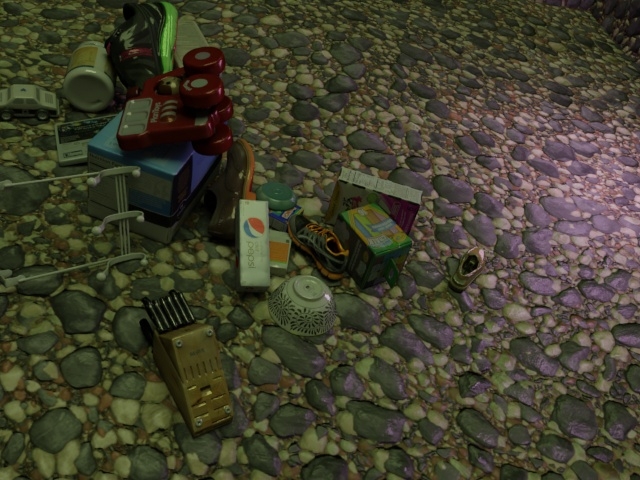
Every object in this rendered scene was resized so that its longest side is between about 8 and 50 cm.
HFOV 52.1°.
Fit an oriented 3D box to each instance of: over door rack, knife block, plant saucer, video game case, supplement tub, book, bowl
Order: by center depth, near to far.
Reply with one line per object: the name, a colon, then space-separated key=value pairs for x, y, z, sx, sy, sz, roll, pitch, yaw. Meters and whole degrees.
knife block: x=-0.291 y=0.242 z=1.357 sx=0.088 sy=0.242 sz=0.276 roll=-16 pitch=96 yaw=-30
over door rack: x=-0.543 y=-0.027 z=1.428 sx=0.324 sy=0.240 sz=0.108 roll=-9 pitch=23 yaw=-27
bowl: x=-0.034 y=0.135 z=1.543 sx=0.170 sy=0.080 sz=0.170 roll=9 pitch=42 yaw=-8
book: x=-0.126 y=0.027 z=1.667 sx=0.096 sy=0.035 sz=0.144 roll=11 pitch=41 yaw=-4
plant saucer: x=-0.119 y=-0.126 z=1.781 sx=0.119 sy=0.021 sz=0.119 roll=12 pitch=38 yaw=-9
video game case: x=-0.633 y=-0.281 z=1.818 sx=0.190 sy=0.022 sz=0.173 roll=-13 pitch=49 yaw=-15
supplement tub: x=-0.686 y=-0.496 z=1.964 sx=0.144 sy=0.144 sz=0.200 roll=4 pitch=43 yaw=-14

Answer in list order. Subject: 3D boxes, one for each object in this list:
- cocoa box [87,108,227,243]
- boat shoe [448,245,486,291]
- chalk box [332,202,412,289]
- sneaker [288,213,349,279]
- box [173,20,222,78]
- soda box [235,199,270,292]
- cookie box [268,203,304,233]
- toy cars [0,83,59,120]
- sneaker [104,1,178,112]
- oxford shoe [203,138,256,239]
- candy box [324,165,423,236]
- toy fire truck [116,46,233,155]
cocoa box: x=-0.410 y=-0.209 z=1.680 sx=0.231 sy=0.228 sz=0.347 roll=20 pitch=42 yaw=3
boat shoe: x=0.411 y=0.063 z=1.770 sx=0.068 sy=0.072 sz=0.190 roll=27 pitch=42 yaw=12
chalk box: x=0.140 y=0.027 z=1.678 sx=0.132 sy=0.132 sz=0.213 roll=-17 pitch=53 yaw=-32
sneaker: x=0.000 y=0.000 z=1.682 sx=0.084 sy=0.083 sz=0.215 roll=-19 pitch=58 yaw=-46
box: x=-0.444 y=-0.603 z=2.176 sx=0.148 sy=0.121 sz=0.311 roll=-7 pitch=47 yaw=-25
soda box: x=-0.164 y=0.014 z=1.571 sx=0.073 sy=0.069 sz=0.216 roll=2 pitch=73 yaw=-17
cookie box: x=-0.113 y=-0.074 z=1.772 sx=0.107 sy=0.040 sz=0.092 roll=28 pitch=41 yaw=11
toy cars: x=-0.935 y=-0.446 z=1.873 sx=0.393 sy=0.087 sz=0.176 roll=24 pitch=42 yaw=8
sneaker: x=-0.540 y=-0.512 z=1.934 sx=0.202 sy=0.185 sz=0.483 roll=7 pitch=58 yaw=-14
oxford shoe: x=-0.245 y=-0.150 z=1.750 sx=0.132 sy=0.130 sz=0.364 roll=2 pitch=44 yaw=-11
candy box: x=0.143 y=-0.090 z=1.785 sx=0.233 sy=0.159 sz=0.071 roll=17 pitch=40 yaw=2
toy fire truck: x=-0.343 y=-0.326 z=1.552 sx=0.253 sy=0.169 sz=0.302 roll=-6 pitch=44 yaw=-2
